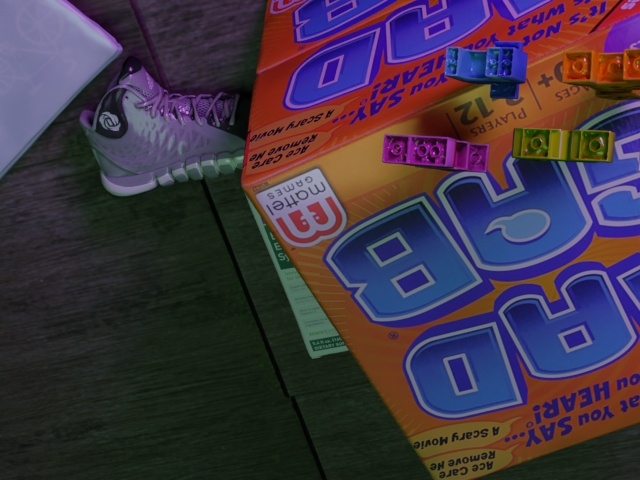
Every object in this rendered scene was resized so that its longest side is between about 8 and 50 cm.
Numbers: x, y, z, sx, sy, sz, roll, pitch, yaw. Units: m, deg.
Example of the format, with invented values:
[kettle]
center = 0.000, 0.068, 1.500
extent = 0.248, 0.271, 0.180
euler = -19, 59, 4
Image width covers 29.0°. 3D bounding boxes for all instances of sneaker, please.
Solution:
[sneaker]
center = -0.137, -0.129, 1.220
extent = 0.229, 0.086, 0.132
euler = -17, 120, 14

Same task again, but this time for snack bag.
[snack bag]
center = -0.405, -0.198, 1.210
extent = 0.342, 0.037, 0.323
euler = 37, 119, -21

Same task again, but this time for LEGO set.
[LEGO set]
center = 0.165, -0.084, 0.805
extent = 0.227, 0.093, 0.087
euler = 6, 91, 30

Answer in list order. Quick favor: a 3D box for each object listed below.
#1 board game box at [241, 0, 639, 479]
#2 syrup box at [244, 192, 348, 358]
[board game box]
center = 0.182, -0.075, 1.080
extent = 0.356, 0.356, 0.356
euler = -23, 121, 16
[syrup box]
center = 0.000, 0.000, 1.296
extent = 0.093, 0.096, 0.237
euler = -13, 124, 11
